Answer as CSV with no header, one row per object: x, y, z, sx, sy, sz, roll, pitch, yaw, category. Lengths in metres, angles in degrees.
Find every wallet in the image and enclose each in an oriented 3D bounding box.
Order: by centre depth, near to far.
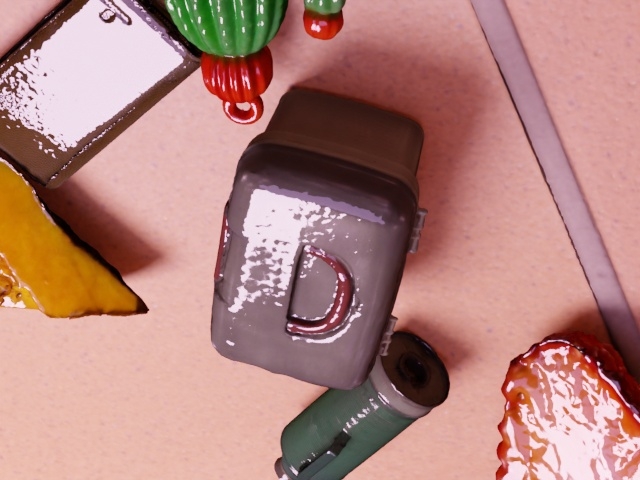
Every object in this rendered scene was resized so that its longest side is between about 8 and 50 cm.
-0.187,-0.125,1.378,0.110,0.031,0.198,43,126,-18,wallet

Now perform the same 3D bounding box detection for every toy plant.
-0.057,-0.194,1.250,0.154,0.088,0.240,-18,121,26,toy plant

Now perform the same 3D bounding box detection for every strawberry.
0.239,0.175,1.463,0.190,0.111,0.236,-11,101,36,strawberry

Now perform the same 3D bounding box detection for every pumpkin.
-0.286,-0.017,1.457,0.278,0.111,0.163,-2,99,-15,pumpkin

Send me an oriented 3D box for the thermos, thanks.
0.027,0.160,1.513,0.073,0.083,0.187,19,136,-30,thermos

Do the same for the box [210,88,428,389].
0.000,0.000,1.362,0.148,0.129,0.210,16,129,3,box
